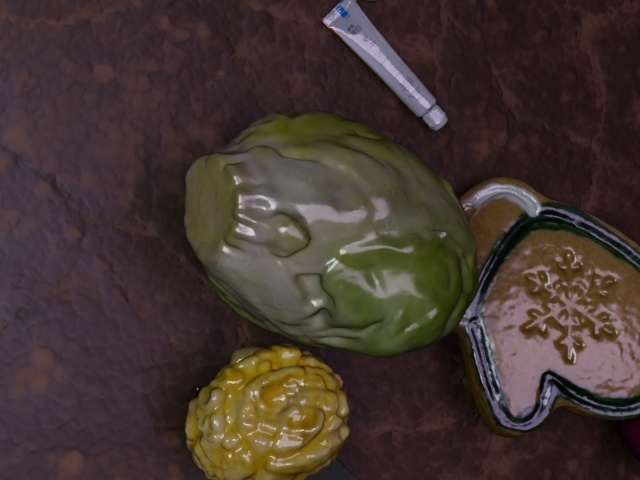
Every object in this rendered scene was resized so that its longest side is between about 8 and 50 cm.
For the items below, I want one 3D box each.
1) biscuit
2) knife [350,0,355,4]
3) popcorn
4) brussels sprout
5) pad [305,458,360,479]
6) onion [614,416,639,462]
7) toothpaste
[{"bbox_3d":[0.271,0.097,1.200,0.344,0.057,0.287,34,77,0],"label":"biscuit"},{"bbox_3d":[-0.011,-0.312,1.160,0.212,0.015,0.054,9,92,-25],"label":"knife"},{"bbox_3d":[-0.059,0.186,1.045,0.180,0.170,0.180,-30,139,-30],"label":"popcorn"},{"bbox_3d":[0.002,-0.002,1.020,0.317,0.274,0.242,21,102,-18],"label":"brussels sprout"},{"bbox_3d":[-0.030,0.328,1.136,0.127,0.004,0.190,45,71,-17],"label":"pad"},{"bbox_3d":[0.456,0.232,1.310,0.198,0.135,0.173,49,44,-56],"label":"onion"},{"bbox_3d":[0.081,-0.205,1.192,0.190,0.031,0.048,46,79,-13],"label":"toothpaste"}]
